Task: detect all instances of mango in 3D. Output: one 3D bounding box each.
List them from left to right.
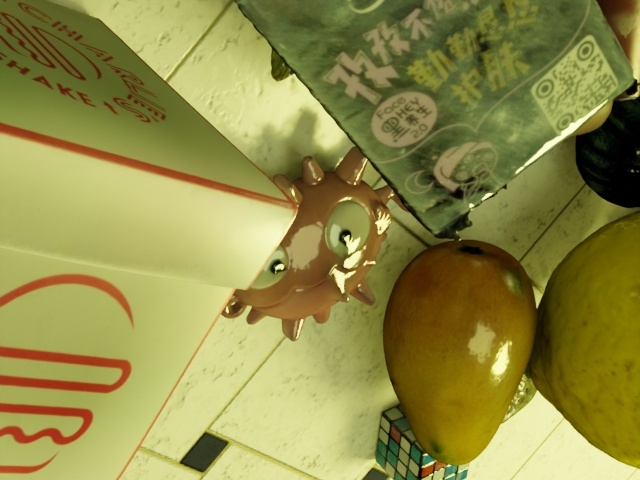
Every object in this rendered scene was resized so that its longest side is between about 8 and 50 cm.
[{"bbox_3d":[0.168,0.136,1.580,0.211,0.173,0.317,-59,155,-43],"label":"mango"}]

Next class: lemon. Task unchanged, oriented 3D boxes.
[{"bbox_3d":[0.433,0.123,1.618,0.387,0.350,0.350,-5,136,9],"label":"lemon"}]

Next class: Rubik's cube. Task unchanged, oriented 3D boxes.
[{"bbox_3d":[0.138,0.272,1.736,0.092,0.092,0.092,-19,132,-29],"label":"Rubik's cube"}]

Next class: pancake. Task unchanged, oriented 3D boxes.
[{"bbox_3d":[0.256,0.224,1.857,0.129,0.022,0.116,-32,138,-11],"label":"pancake"}]

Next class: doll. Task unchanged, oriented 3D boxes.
[{"bbox_3d":[0.000,0.000,1.393,0.262,0.093,0.211,-29,130,-17],"label":"doll"}]

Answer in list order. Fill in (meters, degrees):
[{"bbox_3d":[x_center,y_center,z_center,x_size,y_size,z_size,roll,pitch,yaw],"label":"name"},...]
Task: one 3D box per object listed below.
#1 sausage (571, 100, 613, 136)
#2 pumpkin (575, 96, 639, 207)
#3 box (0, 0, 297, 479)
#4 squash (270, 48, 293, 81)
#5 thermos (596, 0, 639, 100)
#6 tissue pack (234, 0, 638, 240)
[{"bbox_3d":[0.189,-0.153,1.414,0.253,0.123,0.123,-16,131,-32],"label":"sausage"},{"bbox_3d":[0.403,-0.127,1.615,0.194,0.150,0.194,-3,145,-2],"label":"pumpkin"},{"bbox_3d":[-0.270,-0.014,0.968,0.312,0.314,0.300,14,114,-51],"label":"box"},{"bbox_3d":[0.057,-0.262,1.219,0.287,0.137,0.137,-34,139,-7],"label":"squash"},{"bbox_3d":[0.334,-0.274,1.462,0.124,0.099,0.232,-26,137,-21],"label":"thermos"},{"bbox_3d":[0.105,-0.193,1.156,0.259,0.122,0.361,-38,131,7],"label":"tissue pack"}]
